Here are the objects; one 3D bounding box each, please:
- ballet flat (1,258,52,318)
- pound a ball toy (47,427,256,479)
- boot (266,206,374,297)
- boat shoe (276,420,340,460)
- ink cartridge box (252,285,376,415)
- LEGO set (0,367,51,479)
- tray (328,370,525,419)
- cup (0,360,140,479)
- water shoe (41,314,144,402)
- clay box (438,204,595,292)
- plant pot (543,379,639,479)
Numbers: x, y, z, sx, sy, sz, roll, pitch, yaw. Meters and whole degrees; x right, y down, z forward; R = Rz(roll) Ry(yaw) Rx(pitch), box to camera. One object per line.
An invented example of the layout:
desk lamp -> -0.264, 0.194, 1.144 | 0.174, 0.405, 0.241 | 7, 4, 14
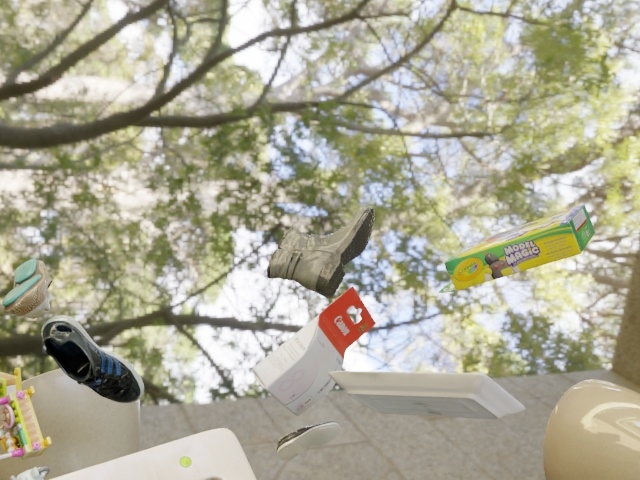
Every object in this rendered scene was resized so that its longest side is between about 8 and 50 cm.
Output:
ballet flat -> -0.456, 0.085, 1.213 | 0.067, 0.073, 0.206 | 60, -3, -20
pound a ball toy -> -0.194, 0.310, 0.747 | 0.208, 0.319, 0.135 | -51, -123, 41
boot -> 0.000, 0.000, 1.612 | 0.161, 0.246, 0.083 | 21, -33, 24
boat shoe -> -0.023, 0.359, 1.394 | 0.046, 0.125, 0.038 | 57, 7, -25
ink cartridge box -> 0.006, 0.210, 1.399 | 0.066, 0.232, 0.189 | 53, -3, 33
LEGO set -> -0.496, 0.258, 1.121 | 0.287, 0.107, 0.132 | 43, -59, 34
tray -> 0.153, 0.235, 1.144 | 0.271, 0.145, 0.030 | -7, -122, 38
cup -> -0.488, 0.410, 1.479 | 0.236, 0.331, 0.331 | 66, -33, 19
water shoe -> -0.359, 0.205, 1.187 | 0.073, 0.203, 0.080 | -37, -152, 10
clay box -> 0.283, 0.015, 1.134 | 0.222, 0.127, 0.053 | -20, -86, 31
plant pot -> 0.602, 0.420, 1.472 | 0.191, 0.284, 0.283 | -6, -96, 58
